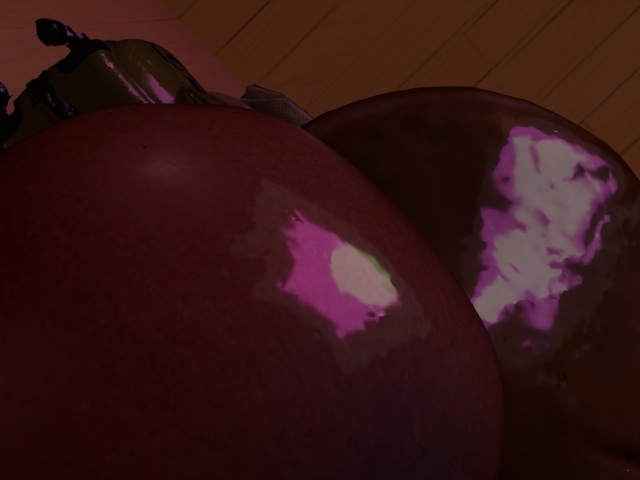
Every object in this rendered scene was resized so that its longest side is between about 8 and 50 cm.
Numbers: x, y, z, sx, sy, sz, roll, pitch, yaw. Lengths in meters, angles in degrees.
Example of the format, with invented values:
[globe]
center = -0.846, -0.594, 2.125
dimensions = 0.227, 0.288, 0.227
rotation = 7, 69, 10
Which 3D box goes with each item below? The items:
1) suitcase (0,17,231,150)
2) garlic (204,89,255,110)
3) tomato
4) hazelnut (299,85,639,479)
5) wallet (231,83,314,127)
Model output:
[suitcase]
center = -0.141, -0.069, 1.203
dimensions = 0.235, 0.143, 0.194
rotation = 48, 7, 7
[garlic]
center = -0.079, -0.054, 1.337
dimensions = 0.087, 0.101, 0.196
rotation = -56, 133, -69
[tomato]
center = -0.051, 0.074, 0.581
dimensions = 0.224, 0.256, 0.256
rotation = 32, -4, 43
[hazelnut]
center = 0.058, 0.086, 0.865
dimensions = 0.315, 0.372, 0.372
rotation = -1, 23, -12
[wallet]
center = 0.002, -0.001, 1.439
dimensions = 0.335, 0.068, 0.275
rotation = 40, -37, 12
